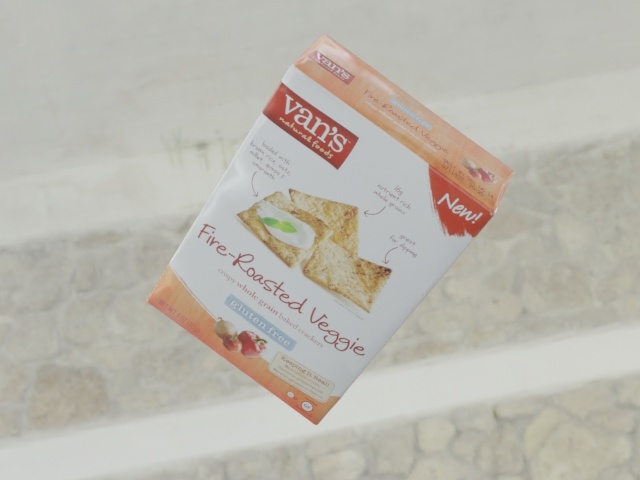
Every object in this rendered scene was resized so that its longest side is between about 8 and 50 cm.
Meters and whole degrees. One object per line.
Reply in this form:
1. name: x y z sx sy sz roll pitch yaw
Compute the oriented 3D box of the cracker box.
1. cracker box: 0.000 0.000 0.753 0.232 0.155 0.067 -55 -1 35
